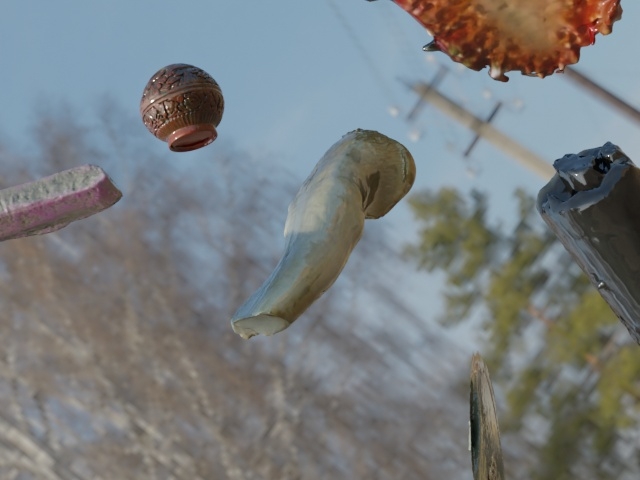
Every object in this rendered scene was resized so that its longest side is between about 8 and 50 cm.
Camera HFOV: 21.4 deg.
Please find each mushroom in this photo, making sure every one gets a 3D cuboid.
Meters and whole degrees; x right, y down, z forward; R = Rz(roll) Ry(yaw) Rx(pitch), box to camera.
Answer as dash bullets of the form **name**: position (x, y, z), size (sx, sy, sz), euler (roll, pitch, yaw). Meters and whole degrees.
- **mushroom**: position (0.002, -0.002, 0.974), size (0.059, 0.054, 0.202), euler (-46, 7, 35)

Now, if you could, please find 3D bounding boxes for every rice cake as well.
- **rice cake**: position (-0.265, -0.021, 1.391), size (0.207, 0.036, 0.047), euler (-14, -21, 0)

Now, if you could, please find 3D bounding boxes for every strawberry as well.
- **strawberry**: position (0.124, -0.262, 1.292), size (0.306, 0.233, 0.137), euler (82, -178, -53)

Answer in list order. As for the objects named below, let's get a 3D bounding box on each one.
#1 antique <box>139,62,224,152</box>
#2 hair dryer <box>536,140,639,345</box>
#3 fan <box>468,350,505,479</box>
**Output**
- **antique**: position (-0.161, -0.157, 1.967), size (0.104, 0.104, 0.104), euler (-48, -18, -21)
- **hair dryer**: position (0.160, 0.066, 0.596), size (0.089, 0.251, 0.197), euler (-38, 15, -2)
- **fan**: position (0.105, 0.182, 1.071), size (0.415, 0.012, 0.233), euler (26, -123, -78)
